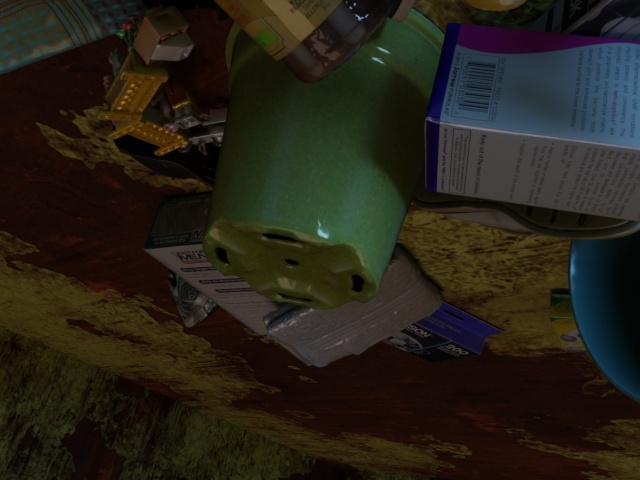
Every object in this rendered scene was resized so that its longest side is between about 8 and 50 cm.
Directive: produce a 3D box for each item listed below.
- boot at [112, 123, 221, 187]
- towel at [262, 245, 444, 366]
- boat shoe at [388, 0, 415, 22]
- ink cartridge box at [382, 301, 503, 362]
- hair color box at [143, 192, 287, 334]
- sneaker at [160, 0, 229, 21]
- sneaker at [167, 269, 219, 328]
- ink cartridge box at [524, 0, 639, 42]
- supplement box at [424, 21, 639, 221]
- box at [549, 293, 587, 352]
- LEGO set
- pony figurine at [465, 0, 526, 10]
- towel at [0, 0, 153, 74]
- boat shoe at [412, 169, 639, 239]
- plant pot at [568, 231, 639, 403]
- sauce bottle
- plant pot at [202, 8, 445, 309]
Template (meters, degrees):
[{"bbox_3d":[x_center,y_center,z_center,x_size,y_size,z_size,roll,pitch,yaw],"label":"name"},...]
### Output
[{"bbox_3d":[-0.182,-0.122,0.965,0.219,0.082,0.106,19,176,-18],"label":"boot"},{"bbox_3d":[0.058,0.125,1.187,0.282,0.049,0.187,-30,138,15],"label":"towel"},{"bbox_3d":[0.065,-0.253,0.543,0.065,0.075,0.206,15,159,-5],"label":"boat shoe"},{"bbox_3d":[0.210,0.176,1.349,0.206,0.045,0.208,26,151,-21],"label":"ink cartridge box"},{"bbox_3d":[-0.123,0.052,1.210,0.174,0.105,0.347,-5,148,30],"label":"hair color box"},{"bbox_3d":[-0.066,-0.238,0.635,0.188,0.078,0.067,2,150,21],"label":"sneaker"},{"bbox_3d":[-0.255,0.097,1.408,0.122,0.110,0.283,50,159,-2],"label":"sneaker"},{"bbox_3d":[0.316,-0.191,0.545,0.165,0.065,0.333,24,152,-15],"label":"ink cartridge box"},{"bbox_3d":[0.208,-0.099,0.589,0.220,0.111,0.114,10,154,14],"label":"supplement box"},{"bbox_3d":[0.447,0.139,1.150,0.105,0.043,0.179,-1,148,29],"label":"box"},{"bbox_3d":[-0.186,-0.186,0.756,0.132,0.107,0.287,-14,166,0],"label":"LEGO set"},{"bbox_3d":[0.181,-0.252,0.282,0.351,0.302,0.363,20,160,32],"label":"pony figurine"},{"bbox_3d":[-0.377,-0.229,0.644,0.370,0.040,0.271,-17,161,6],"label":"towel"},{"bbox_3d":[0.241,-0.059,0.772,0.103,0.113,0.302,10,-176,-39],"label":"boat shoe"},{"bbox_3d":[0.440,0.030,0.682,0.235,0.293,0.293,8,157,-18],"label":"plant pot"},{"bbox_3d":[-0.095,-0.271,0.512,0.344,0.111,0.111,43,146,-18],"label":"sauce bottle"},{"bbox_3d":[-0.002,-0.075,0.726,0.276,0.254,0.276,12,154,6],"label":"plant pot"}]
